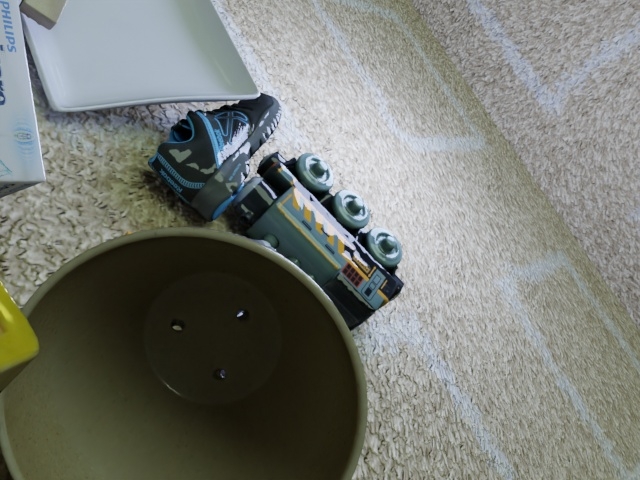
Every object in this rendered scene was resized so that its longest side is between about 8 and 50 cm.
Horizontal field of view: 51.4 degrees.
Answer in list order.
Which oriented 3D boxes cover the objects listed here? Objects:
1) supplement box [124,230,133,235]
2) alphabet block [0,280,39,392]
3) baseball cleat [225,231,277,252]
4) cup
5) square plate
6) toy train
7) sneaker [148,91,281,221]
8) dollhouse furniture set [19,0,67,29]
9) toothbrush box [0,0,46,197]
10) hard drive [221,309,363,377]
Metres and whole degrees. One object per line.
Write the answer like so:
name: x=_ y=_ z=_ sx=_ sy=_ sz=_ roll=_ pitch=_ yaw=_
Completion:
supplement box: x=-0.237 y=0.043 z=0.868 sx=0.062 sy=0.036 sz=0.098 roll=25 pitch=41 yaw=-33
alphabet block: x=-0.378 y=0.083 z=0.510 sx=0.193 sy=0.197 sz=0.192 roll=54 pitch=33 yaw=5
baseball cleat: x=-0.113 y=0.031 z=0.947 sx=0.109 sy=0.072 sz=0.206 roll=14 pitch=1 yaw=-7
cup: x=-0.127 y=0.133 z=0.703 sx=0.331 sy=0.331 sz=0.237 roll=45 pitch=5 yaw=-8
square plate: x=-0.314 y=-0.345 z=1.081 sx=0.347 sy=0.049 sz=0.344 roll=-13 pitch=67 yaw=-37
toy train: x=0.000 y=0.000 z=1.116 sx=0.334 sy=0.142 sz=0.190 roll=47 pitch=42 yaw=-6
sneaker: x=-0.163 y=-0.179 z=1.098 sx=0.140 sy=0.125 sz=0.341 roll=36 pitch=33 yaw=-14
dollhouse furniture set: x=-0.458 y=-0.388 z=0.974 sx=0.151 sy=0.123 sz=0.144 roll=31 pitch=58 yaw=-35
toothbrush box: x=-0.451 y=-0.148 z=0.655 sx=0.295 sy=0.126 sz=0.216 roll=-6 pitch=86 yaw=-54
hard drive: x=-0.051 y=0.182 z=0.938 sx=0.255 sy=0.054 sz=0.172 roll=35 pitch=36 yaw=-20
